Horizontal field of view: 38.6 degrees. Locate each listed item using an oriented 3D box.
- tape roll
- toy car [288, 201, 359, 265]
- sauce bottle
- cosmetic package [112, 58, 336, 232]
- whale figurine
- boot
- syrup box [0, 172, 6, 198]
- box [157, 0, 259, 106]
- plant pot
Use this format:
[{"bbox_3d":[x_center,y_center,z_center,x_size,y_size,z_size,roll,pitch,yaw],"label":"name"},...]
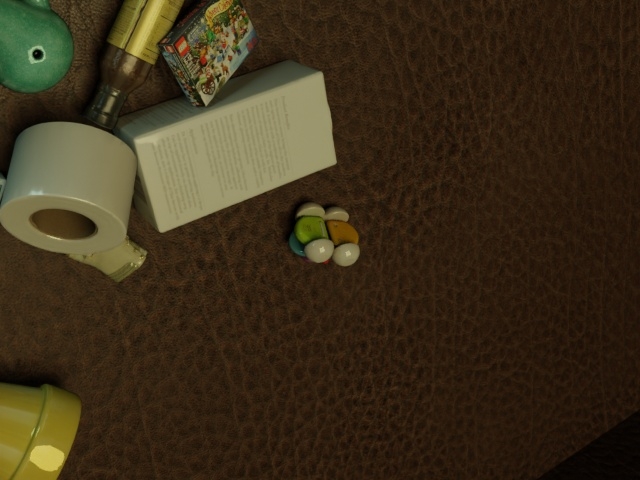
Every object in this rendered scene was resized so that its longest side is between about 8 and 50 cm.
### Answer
[{"bbox_3d":[-0.496,-0.100,1.814,0.246,0.246,0.169,26,55,-38],"label":"tape roll"},{"bbox_3d":[0.000,0.000,2.290,0.182,0.159,0.136,8,142,-36],"label":"toy car"},{"bbox_3d":[-0.385,-0.396,1.869,0.111,0.111,0.344,23,98,-38],"label":"sauce bottle"},{"bbox_3d":[-0.205,-0.218,2.029,0.453,0.161,0.230,-23,122,-22],"label":"cosmetic package"},{"bbox_3d":[-0.586,-0.394,1.718,0.216,0.141,0.272,-49,127,-4],"label":"whale figurine"},{"bbox_3d":[-0.443,-0.018,2.017,0.213,0.077,0.165,-49,128,6],"label":"boot"},{"bbox_3d":[-0.713,-0.033,1.826,0.093,0.096,0.236,13,102,-35],"label":"syrup box"},{"bbox_3d":[-0.231,-0.417,1.932,0.233,0.044,0.159,-58,138,-32],"label":"box"},{"bbox_3d":[-0.679,0.411,1.968,0.239,0.254,0.254,27,95,-24],"label":"plant pot"}]
